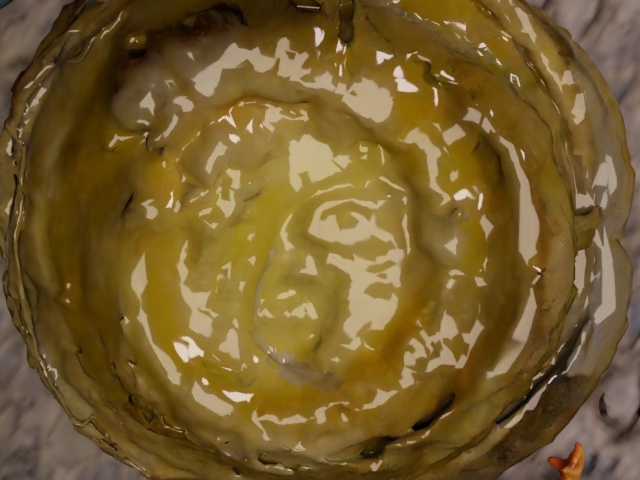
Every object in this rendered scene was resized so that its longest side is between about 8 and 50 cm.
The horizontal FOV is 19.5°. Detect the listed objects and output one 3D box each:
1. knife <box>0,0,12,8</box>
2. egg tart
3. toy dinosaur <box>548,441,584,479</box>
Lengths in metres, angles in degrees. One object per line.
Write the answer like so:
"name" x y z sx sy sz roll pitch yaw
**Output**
"knife" -0.240 -0.119 0.756 0.244 0.032 0.058 3 109 0
"egg tart" 0.000 0.000 0.761 0.278 0.095 0.279 -1 103 -5
"toy dinosaur" 0.017 0.204 0.817 0.117 0.070 0.288 25 94 -8
